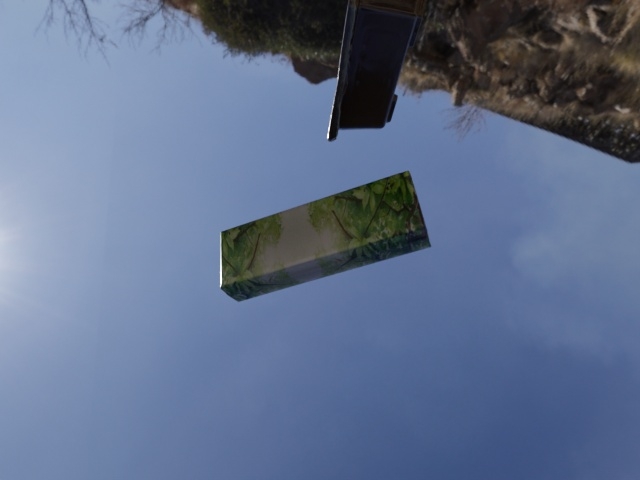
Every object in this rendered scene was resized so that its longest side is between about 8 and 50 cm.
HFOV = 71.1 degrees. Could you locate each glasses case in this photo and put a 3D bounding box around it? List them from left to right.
[{"bbox_3d":[0.000,0.000,0.594,0.272,0.062,0.095,-16,-125,13],"label":"glasses case"}]

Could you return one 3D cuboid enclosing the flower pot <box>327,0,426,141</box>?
[{"bbox_3d":[0.069,-0.246,0.563,0.084,0.250,0.178,9,-124,0],"label":"flower pot"}]
